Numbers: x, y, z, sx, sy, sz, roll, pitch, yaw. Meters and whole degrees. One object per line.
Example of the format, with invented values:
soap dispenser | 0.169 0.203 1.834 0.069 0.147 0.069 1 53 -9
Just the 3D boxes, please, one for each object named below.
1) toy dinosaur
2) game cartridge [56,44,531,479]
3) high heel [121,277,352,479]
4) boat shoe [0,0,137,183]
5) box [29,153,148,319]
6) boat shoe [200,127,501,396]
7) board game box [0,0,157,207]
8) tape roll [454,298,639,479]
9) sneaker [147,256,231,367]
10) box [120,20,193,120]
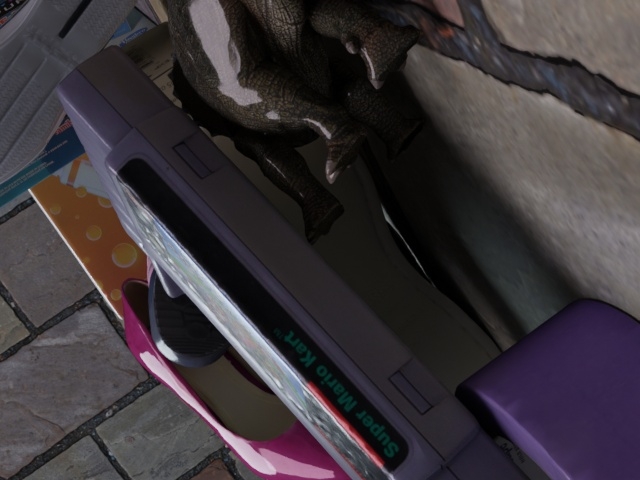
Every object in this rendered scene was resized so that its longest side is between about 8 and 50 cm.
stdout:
toy dinosaur | -0.029 -0.102 0.645 0.160 0.121 0.313 39 171 14
game cartridge | -0.015 0.061 0.734 0.355 0.068 0.230 46 172 17
high heel | -0.095 0.159 1.410 0.377 0.127 0.181 14 143 43
boat shoe | -0.264 -0.158 1.150 0.109 0.302 0.094 42 -175 -12
box | -0.295 -0.098 1.723 0.345 0.215 0.168 57 171 -13
boat shoe | 0.014 0.021 0.892 0.305 0.109 0.091 51 166 0
board game box | -0.329 -0.195 1.423 0.336 0.254 0.079 43 164 52
tape roll | 0.156 0.128 0.635 0.189 0.080 0.189 53 170 14
sneaker | -0.144 0.045 1.396 0.319 0.112 0.131 -90 20 -50
box | -0.125 -0.076 1.204 0.232 0.127 0.148 60 170 -27
